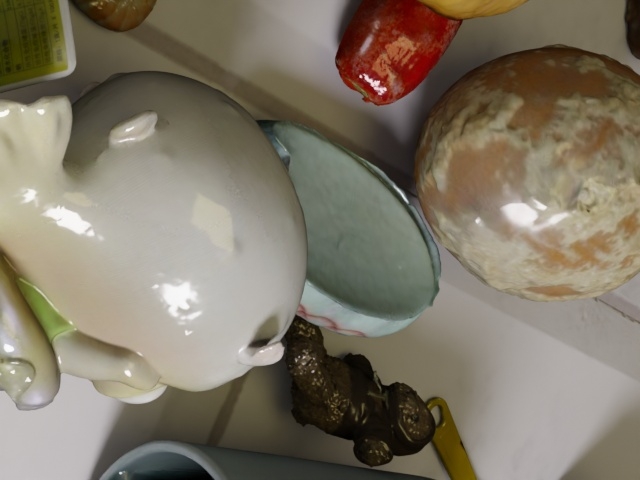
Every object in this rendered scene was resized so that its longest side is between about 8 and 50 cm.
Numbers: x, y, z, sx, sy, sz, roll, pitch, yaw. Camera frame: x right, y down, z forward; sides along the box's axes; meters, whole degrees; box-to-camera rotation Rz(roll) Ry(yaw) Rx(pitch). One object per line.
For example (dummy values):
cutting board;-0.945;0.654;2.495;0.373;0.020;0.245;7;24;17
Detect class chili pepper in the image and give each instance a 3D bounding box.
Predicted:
chili pepper;0.061;-0.156;1.059;0.123;0.070;0.073;-57;159;-15

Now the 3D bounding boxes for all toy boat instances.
toy boat;0.000;0.000;1.043;0.207;0.079;0.134;30;53;-36

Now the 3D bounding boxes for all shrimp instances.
shrimp;-0.142;-0.189;0.909;0.114;0.023;0.083;37;75;-46

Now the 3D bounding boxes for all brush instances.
brush;0.130;0.218;1.257;0.083;0.011;0.205;-39;123;-25

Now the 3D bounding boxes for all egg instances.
egg;0.177;-0.054;1.100;0.245;0.203;0.203;7;97;-42

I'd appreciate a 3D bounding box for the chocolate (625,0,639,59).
chocolate;0.383;-0.227;1.293;0.214;0.093;0.148;-3;103;-39

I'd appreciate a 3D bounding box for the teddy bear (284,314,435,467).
teddy bear;0.017;0.120;1.085;0.078;0.119;0.160;-41;116;18

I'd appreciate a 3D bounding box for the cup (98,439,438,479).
cup;-0.009;0.262;1.028;0.312;0.205;0.205;15;92;-43

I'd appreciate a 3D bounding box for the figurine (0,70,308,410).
figurine;-0.199;0.024;0.809;0.394;0.226;0.274;-27;148;-15

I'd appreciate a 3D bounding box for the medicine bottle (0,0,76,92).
medicine bottle;-0.247;-0.113;0.767;0.188;0.132;0.088;-21;115;-34

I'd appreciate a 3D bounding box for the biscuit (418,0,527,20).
biscuit;0.096;-0.266;1.009;0.274;0.091;0.213;0;71;-45
